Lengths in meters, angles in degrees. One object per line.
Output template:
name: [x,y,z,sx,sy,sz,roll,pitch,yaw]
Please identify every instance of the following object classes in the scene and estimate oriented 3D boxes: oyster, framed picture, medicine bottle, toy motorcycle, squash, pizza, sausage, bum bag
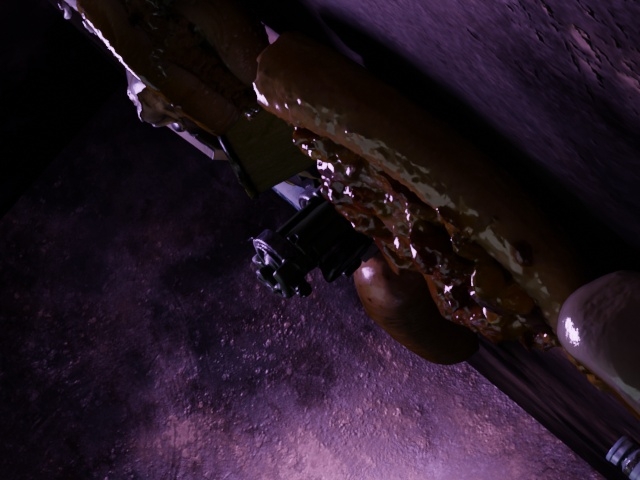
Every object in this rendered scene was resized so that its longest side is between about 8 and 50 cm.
oyster: [-0.225,-0.248,1.758,0.238,0.115,0.351,52,-170,26]
framed picture: [-0.102,-0.141,1.867,0.184,0.016,0.250,1,-164,-26]
medicine bottle: [0.521,0.373,2.086,0.191,0.051,0.051,40,177,25]
toy motorcycle: [0.000,0.000,1.726,0.127,0.205,0.275,47,165,-2]
squash: [-0.082,-0.170,1.633,0.220,0.133,0.220,56,-178,-3]
pizza: [0.104,-0.022,1.158,0.409,0.114,0.278,44,172,-10]
sausage: [0.154,0.106,2.247,0.136,0.123,0.501,9,164,21]
bum bag: [-0.035,-0.112,2.006,0.107,0.060,0.232,52,170,-25]

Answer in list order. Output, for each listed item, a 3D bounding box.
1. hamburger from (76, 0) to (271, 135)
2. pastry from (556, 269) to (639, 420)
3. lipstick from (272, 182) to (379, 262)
hamburger: [-0.127,-0.200,1.310,0.215,0.122,0.189,39,-174,-48]
pastry: [0.245,0.086,0.998,0.156,0.092,0.156,44,175,5]
lipstick: [0.002,-0.064,2.110,0.077,0.076,0.289,41,180,-38]
